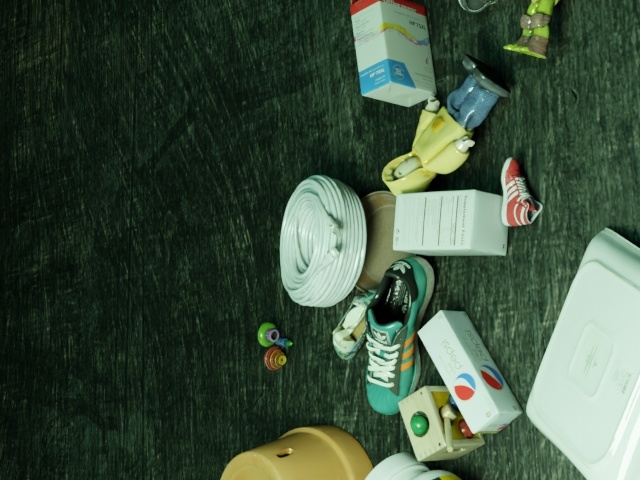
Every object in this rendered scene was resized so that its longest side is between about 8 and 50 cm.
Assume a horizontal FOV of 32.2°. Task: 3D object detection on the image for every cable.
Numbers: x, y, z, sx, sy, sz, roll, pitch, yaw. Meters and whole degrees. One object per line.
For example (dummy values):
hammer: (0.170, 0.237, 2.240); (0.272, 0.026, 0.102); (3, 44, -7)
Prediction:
cable: (0.000, 0.000, 2.152); (0.257, 0.089, 0.257); (119, 148, -43)

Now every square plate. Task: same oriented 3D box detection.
square plate: (0.424, 0.181, 1.655); (0.344, 0.049, 0.347); (-126, 53, -70)

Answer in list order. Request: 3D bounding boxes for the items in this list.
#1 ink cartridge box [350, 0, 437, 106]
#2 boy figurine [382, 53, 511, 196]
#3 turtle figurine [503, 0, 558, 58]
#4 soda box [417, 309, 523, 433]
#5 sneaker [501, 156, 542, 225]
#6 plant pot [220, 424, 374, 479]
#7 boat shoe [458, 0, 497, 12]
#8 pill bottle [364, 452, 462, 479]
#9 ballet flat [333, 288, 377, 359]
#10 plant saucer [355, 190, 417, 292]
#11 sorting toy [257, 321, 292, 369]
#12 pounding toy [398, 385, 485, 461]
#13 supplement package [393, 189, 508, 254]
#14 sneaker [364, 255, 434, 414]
ink cartridge box: (0.134, -0.379, 2.076); (0.078, 0.134, 0.231); (-20, 71, 44)
boy figurine: (0.216, -0.195, 1.992); (0.285, 0.092, 0.177); (-51, 35, 24)
turtle figurine: (0.373, -0.423, 1.873); (0.269, 0.087, 0.217); (-139, 61, -65)
soda box: (0.256, 0.226, 1.912); (0.069, 0.073, 0.216); (-48, 53, 30)
sneaker: (0.343, -0.083, 1.887); (0.067, 0.042, 0.119); (4, 95, 50)
plant pot: (-0.058, 0.499, 2.109); (0.290, 0.203, 0.291); (-8, 79, 44)
boat shoe: (0.292, -0.446, 1.885); (0.228, 0.080, 0.076); (127, 149, -62)
pill bottle: (0.215, 0.504, 1.835); (0.334, 0.187, 0.188); (37, 111, 42)
ballet flat: (0.058, 0.164, 2.108); (0.070, 0.070, 0.188); (57, 135, 34)
plant saucer: (0.120, 0.006, 2.111); (0.198, 0.036, 0.199); (-8, 78, 44)
sorting toy: (-0.089, 0.217, 2.282); (0.042, 0.061, 0.102); (4, 110, 46)
pounding toy: (0.211, 0.316, 1.898); (0.100, 0.141, 0.130); (-38, 59, 36)
supplement package: (0.229, -0.029, 1.952); (0.179, 0.105, 0.105); (-1, 82, 45)
sneaker: (0.121, 0.177, 2.002); (0.108, 0.121, 0.302); (15, 103, 30)
